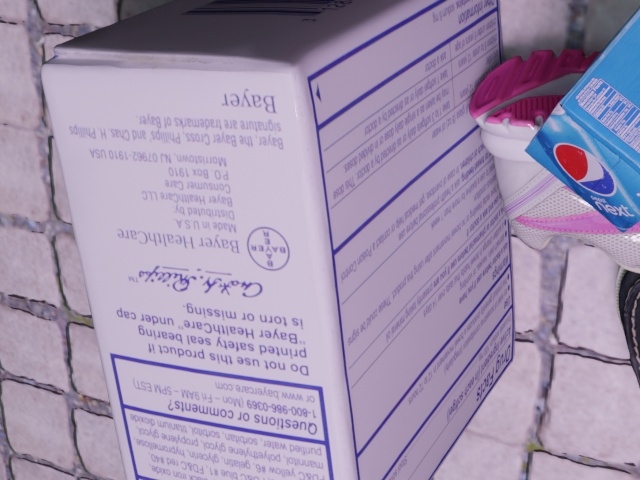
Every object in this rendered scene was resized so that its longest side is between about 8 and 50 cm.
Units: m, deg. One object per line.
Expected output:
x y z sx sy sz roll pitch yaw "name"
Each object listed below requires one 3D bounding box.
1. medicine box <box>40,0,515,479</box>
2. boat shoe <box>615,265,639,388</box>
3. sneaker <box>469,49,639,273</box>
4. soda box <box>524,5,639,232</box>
0.000 0.000 0.681 0.149 0.263 0.289 6 115 27 "medicine box"
0.278 0.155 0.695 0.127 0.113 0.340 -24 100 35 "boat shoe"
0.213 -0.039 0.655 0.252 0.103 0.111 7 130 23 "sneaker"
0.193 -0.106 0.562 0.067 0.210 0.071 41 167 6 "soda box"
